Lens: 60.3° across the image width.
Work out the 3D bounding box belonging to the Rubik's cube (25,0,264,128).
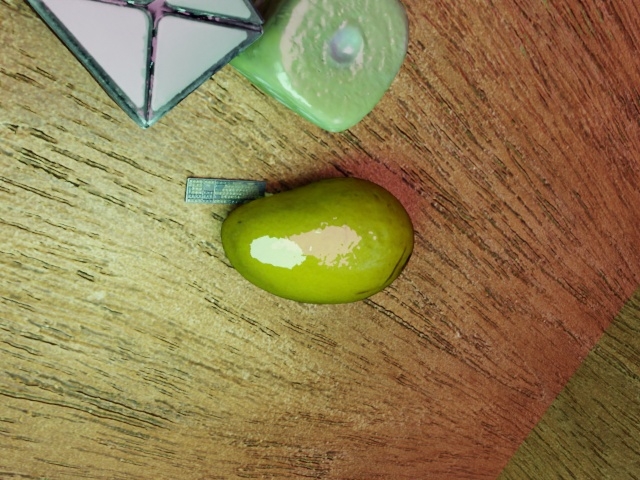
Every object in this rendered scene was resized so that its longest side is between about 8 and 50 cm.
[{"bbox_3d":[-0.285,-0.366,0.847,0.260,0.259,0.254,-43,129,-9],"label":"Rubik's cube"}]

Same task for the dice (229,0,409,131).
[{"bbox_3d":[-0.011,-0.367,1.002,0.255,0.250,0.251,30,96,-37],"label":"dice"}]

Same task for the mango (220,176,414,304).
[{"bbox_3d":[0.000,0.000,1.216,0.446,0.220,0.301,5,113,-28],"label":"mango"}]

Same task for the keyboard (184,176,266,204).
[{"bbox_3d":[-0.200,-0.104,1.174,0.176,0.014,0.055,0,110,-30],"label":"keyboard"}]
